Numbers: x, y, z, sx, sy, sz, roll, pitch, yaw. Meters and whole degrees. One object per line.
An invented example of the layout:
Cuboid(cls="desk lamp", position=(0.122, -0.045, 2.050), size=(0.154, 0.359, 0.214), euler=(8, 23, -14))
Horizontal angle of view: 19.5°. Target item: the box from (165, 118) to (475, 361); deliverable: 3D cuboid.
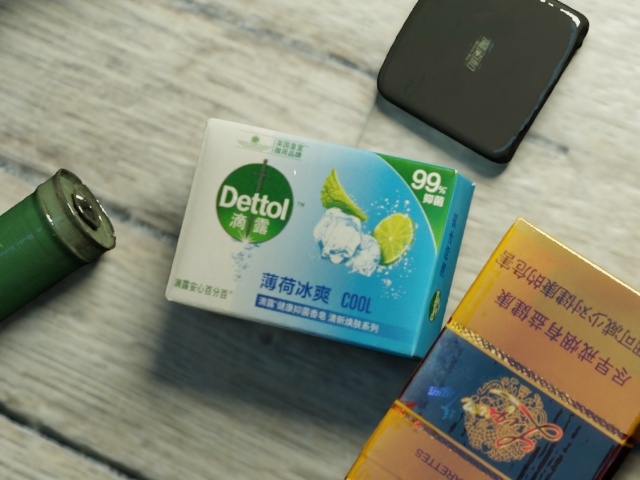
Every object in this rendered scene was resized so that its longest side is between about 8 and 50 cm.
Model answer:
Cuboid(cls="box", position=(0.001, 0.000, 1.352), size=(0.194, 0.073, 0.139), euler=(12, 86, 17))

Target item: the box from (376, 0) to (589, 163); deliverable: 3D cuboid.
Cuboid(cls="box", position=(0.117, -0.135, 1.364), size=(0.125, 0.027, 0.126), euler=(32, 93, 20))

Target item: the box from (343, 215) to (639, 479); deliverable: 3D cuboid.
Cuboid(cls="box", position=(0.138, 0.123, 1.299), size=(0.152, 0.070, 0.237), euler=(33, 94, 17))

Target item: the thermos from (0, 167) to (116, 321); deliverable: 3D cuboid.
Cuboid(cls="thermos", position=(-0.254, 0.022, 1.423), size=(0.187, 0.073, 0.083), euler=(-34, 76, 10))
